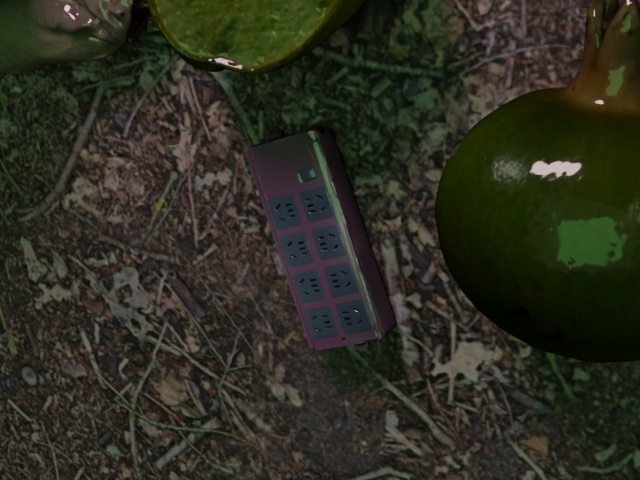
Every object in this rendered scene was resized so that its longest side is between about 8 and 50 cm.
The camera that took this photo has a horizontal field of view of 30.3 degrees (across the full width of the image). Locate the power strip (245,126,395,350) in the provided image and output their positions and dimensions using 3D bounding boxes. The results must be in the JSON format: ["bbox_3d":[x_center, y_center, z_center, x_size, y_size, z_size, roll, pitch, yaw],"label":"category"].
[{"bbox_3d":[0.000,0.000,1.377,0.109,0.037,0.278,-13,100,35],"label":"power strip"}]

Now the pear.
[{"bbox_3d":[-0.052,-0.280,1.242,0.238,0.164,0.255,29,126,8],"label":"pear"}]

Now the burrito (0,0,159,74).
[{"bbox_3d":[-0.334,-0.272,1.466,0.392,0.076,0.117,-2,111,34],"label":"burrito"}]

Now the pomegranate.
[{"bbox_3d":[0.252,-0.048,1.097,0.310,0.216,0.358,18,115,29],"label":"pomegranate"}]
